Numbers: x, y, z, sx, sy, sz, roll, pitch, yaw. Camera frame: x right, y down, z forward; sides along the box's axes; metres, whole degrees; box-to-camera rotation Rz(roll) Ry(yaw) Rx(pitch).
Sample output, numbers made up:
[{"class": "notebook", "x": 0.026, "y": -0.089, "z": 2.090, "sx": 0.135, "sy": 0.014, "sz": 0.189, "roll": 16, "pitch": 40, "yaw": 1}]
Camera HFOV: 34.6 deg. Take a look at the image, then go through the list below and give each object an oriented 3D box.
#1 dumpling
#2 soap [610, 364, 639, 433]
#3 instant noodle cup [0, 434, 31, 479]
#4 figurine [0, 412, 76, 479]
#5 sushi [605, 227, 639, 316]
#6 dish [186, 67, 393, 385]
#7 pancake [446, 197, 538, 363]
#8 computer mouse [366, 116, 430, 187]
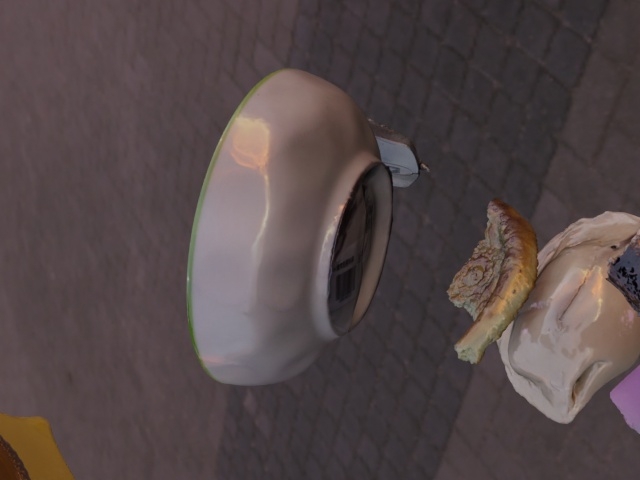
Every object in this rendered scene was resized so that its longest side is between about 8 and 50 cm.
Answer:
[{"class": "dumpling", "x": 0.443, "y": 0.118, "z": 1.868, "sx": 0.316, "sy": 0.233, "sz": 0.394, "roll": 21, "pitch": 87, "yaw": 54}, {"class": "soap", "x": 0.568, "y": 0.168, "z": 1.525, "sx": 0.081, "sy": 0.259, "sz": 0.181, "roll": 53, "pitch": 146, "yaw": 19}, {"class": "instant noodle cup", "x": -0.366, "y": 0.255, "z": 0.993, "sx": 0.091, "sy": 0.274, "sz": 0.273, "roll": -36, "pitch": 65, "yaw": 29}, {"class": "figurine", "x": -0.520, "y": 0.456, "z": 1.408, "sx": 0.378, "sy": 0.266, "sz": 0.361, "roll": -42, "pitch": 48, "yaw": 12}, {"class": "sushi", "x": 0.375, "y": 0.037, "z": 1.124, "sx": 0.090, "sy": 0.150, "sz": 0.078, "roll": -52, "pitch": 55, "yaw": 21}, {"class": "dish", "x": 0.000, "y": 0.000, "z": 1.014, "sx": 0.124, "sy": 0.324, "sz": 0.324, "roll": 13, "pitch": 117, "yaw": 20}, {"class": "pancake", "x": 0.300, "y": 0.062, "z": 1.853, "sx": 0.197, "sy": 0.054, "sz": 0.376, "roll": -30, "pitch": 29, "yaw": 37}, {"class": "computer mouse", "x": 0.089, "y": -0.160, "z": 1.858, "sx": 0.229, "sy": 0.068, "sz": 0.113, "roll": 30, "pitch": 149, "yaw": 25}]
